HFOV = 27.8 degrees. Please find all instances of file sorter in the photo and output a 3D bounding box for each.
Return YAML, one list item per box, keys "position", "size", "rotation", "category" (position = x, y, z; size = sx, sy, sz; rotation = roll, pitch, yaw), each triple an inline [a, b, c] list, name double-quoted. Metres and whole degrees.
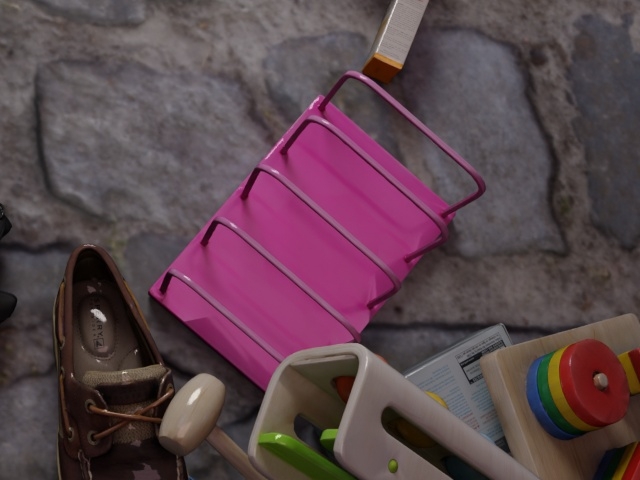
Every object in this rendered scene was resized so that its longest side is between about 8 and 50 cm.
- position: [0.000, 0.000, 1.320]
  size: [0.202, 0.182, 0.291]
  rotation: [41, 75, -3]
  category: "file sorter"

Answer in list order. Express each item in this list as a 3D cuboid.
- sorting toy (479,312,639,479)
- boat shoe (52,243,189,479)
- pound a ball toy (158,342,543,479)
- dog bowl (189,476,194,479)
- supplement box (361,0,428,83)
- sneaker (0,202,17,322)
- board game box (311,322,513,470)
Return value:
- position: [0.317, 0.207, 1.333]
  size: [0.255, 0.089, 0.257]
  rotation: [-9, 76, -42]
  category: "sorting toy"
- position: [-0.193, 0.158, 1.226]
  size: [0.123, 0.123, 0.342]
  rotation: [-6, 59, -13]
  category: "boat shoe"
- position: [0.039, 0.193, 1.195]
  size: [0.319, 0.208, 0.136]
  rotation: [38, 58, -30]
  category: "pound a ball toy"
- position: [-0.235, 0.340, 1.272]
  size: [0.297, 0.074, 0.166]
  rotation: [-36, 90, -16]
  category: "dog bowl"
- position: [0.085, -0.231, 1.437]
  size: [0.036, 0.062, 0.098]
  rotation: [23, 78, -7]
  category: "supplement box"
- position: [-0.382, -0.037, 1.296]
  size: [0.130, 0.109, 0.286]
  rotation: [-12, 93, -20]
  category: "sneaker"
- position: [0.157, 0.273, 1.355]
  size: [0.224, 0.097, 0.303]
  rotation: [-26, 87, -15]
  category: "board game box"
